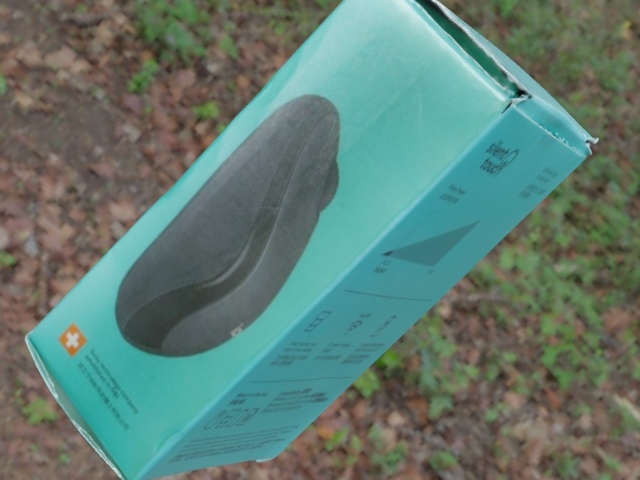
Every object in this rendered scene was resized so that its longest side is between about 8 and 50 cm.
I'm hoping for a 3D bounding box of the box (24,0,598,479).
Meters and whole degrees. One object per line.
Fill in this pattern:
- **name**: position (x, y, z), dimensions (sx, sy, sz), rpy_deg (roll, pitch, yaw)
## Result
- **box**: position (0.000, 0.000, 0.812), dimensions (0.118, 0.311, 0.205), rpy_deg (49, 14, 16)
